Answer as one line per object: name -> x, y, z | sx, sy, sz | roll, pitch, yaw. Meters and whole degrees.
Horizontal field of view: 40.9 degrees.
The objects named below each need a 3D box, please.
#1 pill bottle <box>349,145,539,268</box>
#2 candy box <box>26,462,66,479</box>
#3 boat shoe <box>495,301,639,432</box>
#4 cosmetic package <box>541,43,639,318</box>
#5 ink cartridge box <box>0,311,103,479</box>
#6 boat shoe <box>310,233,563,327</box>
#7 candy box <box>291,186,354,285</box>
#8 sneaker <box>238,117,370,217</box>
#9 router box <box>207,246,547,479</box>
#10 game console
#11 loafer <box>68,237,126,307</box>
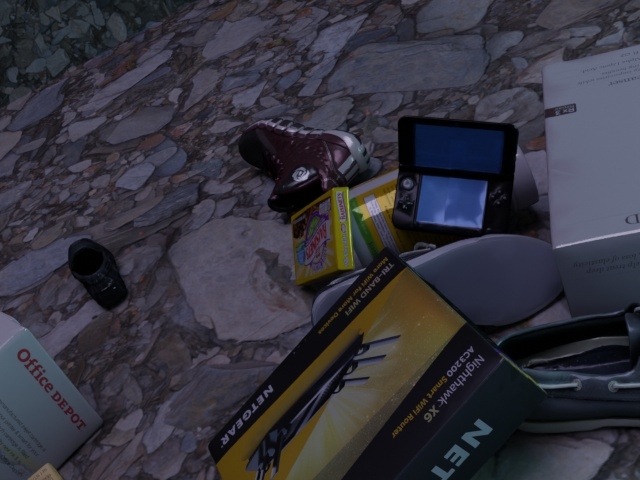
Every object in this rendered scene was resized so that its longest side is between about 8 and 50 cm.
pill bottle -> 0.157, -0.047, 1.145 | 0.246, 0.136, 0.136 | -24, 33, 6
candy box -> -0.289, 0.392, 0.910 | 0.183, 0.087, 0.316 | -41, 35, -19
boat shoe -> 0.321, 0.114, 0.839 | 0.319, 0.099, 0.116 | -14, 36, 21
cosmetic package -> 0.382, -0.075, 1.004 | 0.217, 0.156, 0.385 | -12, 35, 19
ink cartridge box -> -0.481, 0.249, 1.147 | 0.197, 0.198, 0.270 | 13, 50, 47
boat shoe -> 0.138, 0.058, 1.044 | 0.306, 0.113, 0.105 | -19, 12, 2
candy box -> 0.000, 0.000, 1.150 | 0.027, 0.105, 0.206 | -4, -8, -17
sneaker -> -0.067, -0.117, 1.438 | 0.281, 0.106, 0.162 | 8, 50, 41
router box -> 0.041, 0.187, 0.876 | 0.309, 0.081, 0.243 | -49, 33, 3
game console -> 0.159, -0.074, 1.034 | 0.144, 0.085, 0.124 | 7, 78, 13
loafer -> -0.395, 0.039, 1.482 | 0.076, 0.078, 0.223 | -35, 33, -12
